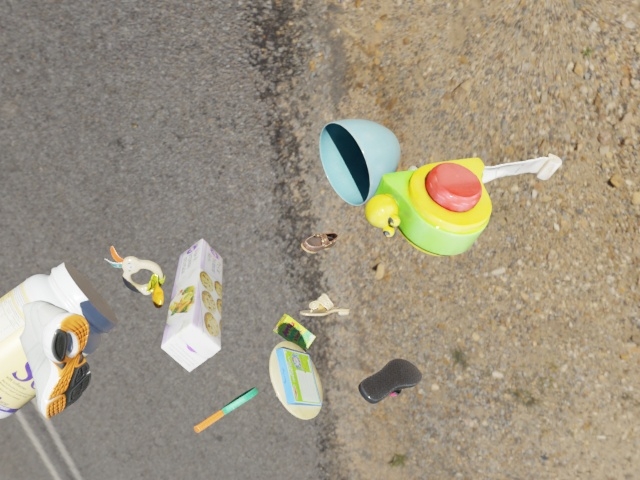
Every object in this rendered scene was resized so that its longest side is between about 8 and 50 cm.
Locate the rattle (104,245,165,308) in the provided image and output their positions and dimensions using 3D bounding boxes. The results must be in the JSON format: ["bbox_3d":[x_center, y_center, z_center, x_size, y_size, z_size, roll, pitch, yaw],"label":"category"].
[{"bbox_3d":[-0.589,0.121,1.541,0.130,0.143,0.200,-24,130,20],"label":"rattle"}]

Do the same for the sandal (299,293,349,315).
[{"bbox_3d":[0.018,0.244,1.889,0.088,0.239,0.079,7,90,50],"label":"sandal"}]

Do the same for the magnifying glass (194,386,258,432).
[{"bbox_3d":[-0.283,0.512,1.496,0.092,0.230,0.026,-35,83,44],"label":"magnifying glass"}]

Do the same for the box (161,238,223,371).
[{"bbox_3d":[-0.214,0.095,0.852,0.063,0.324,0.067,-36,113,6],"label":"box"}]

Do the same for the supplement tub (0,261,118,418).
[{"bbox_3d":[-0.698,0.234,1.193,0.241,0.331,0.241,47,165,16],"label":"supplement tub"}]

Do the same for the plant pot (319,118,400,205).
[{"bbox_3d":[0.155,-0.287,1.667,0.290,0.195,0.291,46,150,36],"label":"plant pot"}]

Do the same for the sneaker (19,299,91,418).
[{"bbox_3d":[-0.519,0.222,0.946,0.120,0.099,0.263,28,117,18],"label":"sneaker"}]

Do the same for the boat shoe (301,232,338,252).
[{"bbox_3d":[0.000,0.000,1.991,0.073,0.207,0.073,50,118,15],"label":"boat shoe"}]

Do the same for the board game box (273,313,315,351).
[{"bbox_3d":[-0.117,0.423,2.228,0.181,0.092,0.043,42,166,-25],"label":"board game box"}]

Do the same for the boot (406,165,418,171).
[{"bbox_3d":[0.324,-0.152,1.778,0.077,0.165,0.214,7,114,6],"label":"boot"}]

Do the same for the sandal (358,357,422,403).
[{"bbox_3d":[0.137,0.288,0.995,0.067,0.179,0.040,48,128,31],"label":"sandal"}]

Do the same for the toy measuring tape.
[{"bbox_3d":[0.211,-0.048,0.647,0.121,0.329,0.122,170,90,-68],"label":"toy measuring tape"}]

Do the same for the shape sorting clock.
[{"bbox_3d":[-0.063,0.361,1.273,0.040,0.206,0.206,-29,102,20],"label":"shape sorting clock"}]
